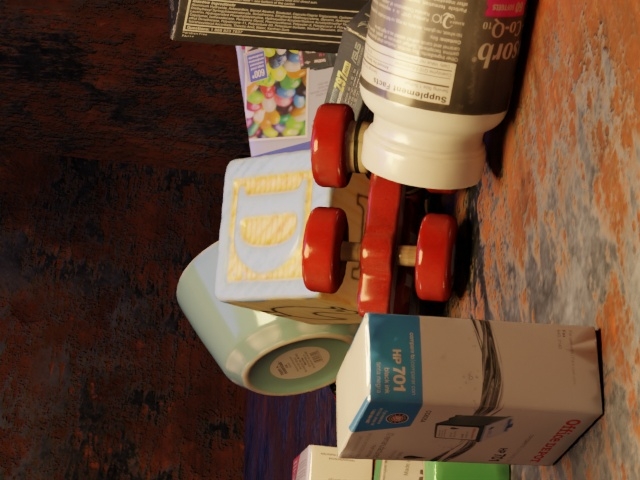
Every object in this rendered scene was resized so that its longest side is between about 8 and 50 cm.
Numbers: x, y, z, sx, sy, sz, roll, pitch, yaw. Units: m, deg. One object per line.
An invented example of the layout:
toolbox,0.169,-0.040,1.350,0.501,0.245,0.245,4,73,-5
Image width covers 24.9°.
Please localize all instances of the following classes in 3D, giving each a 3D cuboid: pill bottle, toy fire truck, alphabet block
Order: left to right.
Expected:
alphabet block,0.000,0.000,1.893,0.192,0.197,0.193,-3,76,41
toy fire truck,0.089,-0.035,1.742,0.254,0.169,0.302,47,-133,-75
pill bottle,0.127,-0.204,1.505,0.162,0.162,0.278,-103,20,-68

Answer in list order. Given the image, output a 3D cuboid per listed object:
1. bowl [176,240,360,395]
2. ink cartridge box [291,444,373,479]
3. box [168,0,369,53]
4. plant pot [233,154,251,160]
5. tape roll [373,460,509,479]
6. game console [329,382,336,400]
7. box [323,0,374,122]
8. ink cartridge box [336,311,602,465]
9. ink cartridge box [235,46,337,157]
bowl,-0.043,0.116,2.128,0.311,0.312,0.163,106,153,-54
ink cartridge box,0.008,0.429,2.111,0.172,0.100,0.237,119,157,-72
box,-0.041,-0.419,1.954,0.294,0.296,0.182,112,157,-53
plant pot,-0.072,-0.054,2.883,0.167,0.188,0.187,-135,50,-64
tape roll,0.117,0.279,1.511,0.321,0.077,0.321,-175,90,-82
game console,0.067,0.231,2.164,0.144,0.085,0.124,-139,25,-82
box,0.082,-0.252,1.948,0.183,0.059,0.232,-51,-12,-31
ink cartridge box,0.117,0.124,1.190,0.139,0.191,0.082,109,164,-61
ink cartridge box,-0.021,-0.204,2.165,0.065,0.186,0.311,7,-108,-66
